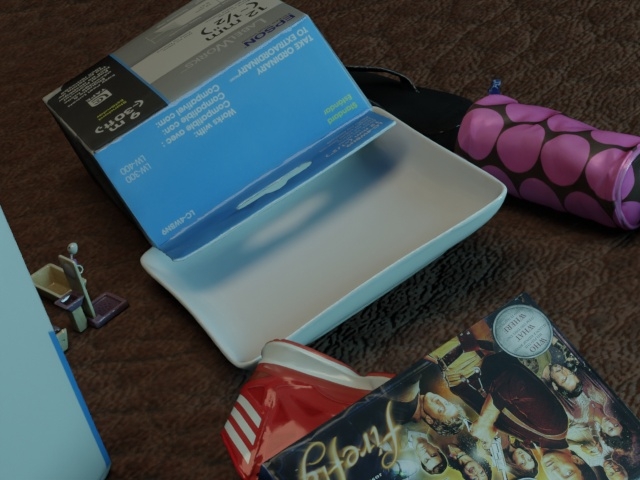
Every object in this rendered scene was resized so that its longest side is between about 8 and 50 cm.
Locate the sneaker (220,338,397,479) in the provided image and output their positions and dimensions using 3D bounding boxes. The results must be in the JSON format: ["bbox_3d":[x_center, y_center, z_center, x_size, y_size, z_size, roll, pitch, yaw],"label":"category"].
[{"bbox_3d":[0.021,0.165,1.334,0.221,0.087,0.128,14,62,37],"label":"sneaker"}]

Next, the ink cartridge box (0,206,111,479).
[{"bbox_3d":[-0.407,0.124,1.380,0.394,0.285,0.166,-2,36,24],"label":"ink cartridge box"}]

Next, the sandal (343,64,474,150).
[{"bbox_3d":[0.054,-0.150,1.794,0.254,0.054,0.097,13,43,39],"label":"sandal"}]

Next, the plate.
[{"bbox_3d":[0.000,0.000,1.567,0.277,0.045,0.278,-34,30,-10],"label":"plate"}]

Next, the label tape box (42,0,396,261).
[{"bbox_3d":[-0.110,-0.128,1.713,0.249,0.115,0.347,-34,24,-8],"label":"label tape box"}]

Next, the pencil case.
[{"bbox_3d":[0.221,-0.076,1.575,0.098,0.095,0.209,-15,27,-38],"label":"pencil case"}]

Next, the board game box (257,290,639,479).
[{"bbox_3d":[0.102,0.163,1.231,0.243,0.042,0.165,-32,68,-22],"label":"board game box"}]

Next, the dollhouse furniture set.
[{"bbox_3d":[-0.257,0.038,1.631,0.091,0.081,0.114,-37,37,-29],"label":"dollhouse furniture set"}]
